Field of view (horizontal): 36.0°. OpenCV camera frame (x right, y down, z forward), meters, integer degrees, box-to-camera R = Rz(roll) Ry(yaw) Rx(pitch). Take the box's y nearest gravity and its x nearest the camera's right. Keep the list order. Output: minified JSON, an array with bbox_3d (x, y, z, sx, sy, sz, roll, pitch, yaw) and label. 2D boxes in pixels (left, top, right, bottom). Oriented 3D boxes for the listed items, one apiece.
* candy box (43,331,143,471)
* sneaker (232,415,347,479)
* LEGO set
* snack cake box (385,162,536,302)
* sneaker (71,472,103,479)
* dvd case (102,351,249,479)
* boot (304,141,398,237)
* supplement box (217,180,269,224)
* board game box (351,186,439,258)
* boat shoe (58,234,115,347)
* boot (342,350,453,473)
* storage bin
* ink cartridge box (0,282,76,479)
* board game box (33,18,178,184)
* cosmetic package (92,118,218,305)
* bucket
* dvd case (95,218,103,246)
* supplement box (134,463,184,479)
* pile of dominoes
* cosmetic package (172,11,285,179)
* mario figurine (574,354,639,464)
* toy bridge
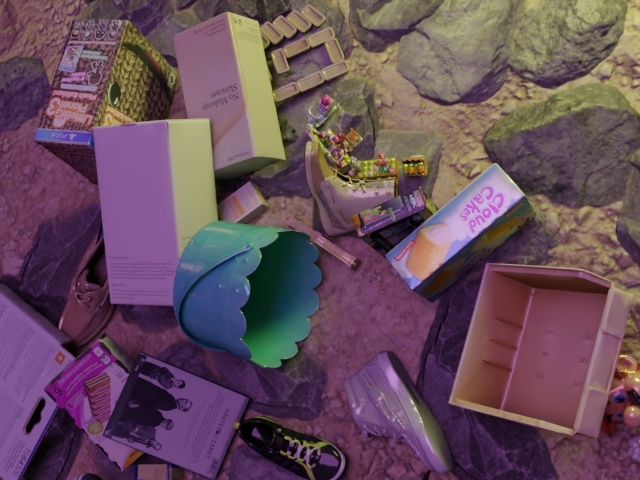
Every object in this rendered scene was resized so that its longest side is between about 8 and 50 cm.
[{"bbox_3d":[-0.418,0.326,1.990,0.159,0.071,0.233,-42,97,7],"label":"candy box"},{"bbox_3d":[-0.065,0.400,1.875,0.234,0.097,0.084,16,83,24],"label":"sneaker"},{"bbox_3d":[0.070,-0.182,1.966,0.287,0.107,0.132,34,91,25],"label":"LEGO set"},{"bbox_3d":[0.263,-0.010,1.821,0.264,0.152,0.089,-41,66,8],"label":"snack cake box"},{"bbox_3d":[-0.377,0.590,1.938,0.127,0.126,0.321,-31,78,16],"label":"sneaker"},{"bbox_3d":[-0.284,0.347,1.946,0.238,0.029,0.179,24,86,-9],"label":"dvd case"},{"bbox_3d":[0.064,-0.109,1.915,0.165,0.213,0.077,-8,32,18],"label":"boot"},{"bbox_3d":[-0.166,-0.069,2.069,0.098,0.036,0.062,-35,67,10],"label":"supplement box"},{"bbox_3d":[0.154,-0.031,1.859,0.141,0.170,0.048,-25,67,13],"label":"board game box"},{"bbox_3d":[-0.487,0.097,2.108,0.109,0.098,0.302,40,102,23],"label":"boat shoe"},{"bbox_3d":[0.138,0.340,1.824,0.123,0.095,0.258,-38,58,15],"label":"boot"},{"bbox_3d":[0.374,0.186,1.675,0.260,0.123,0.262,2,73,61],"label":"storage bin"},{"bbox_3d":[-0.676,0.311,2.135,0.330,0.071,0.324,34,99,23],"label":"ink cartridge box"},{"bbox_3d":[-0.454,-0.291,2.116,0.141,0.232,0.291,6,73,23],"label":"board game box"},{"bbox_3d":[-0.326,-0.059,1.990,0.196,0.155,0.366,1,98,29],"label":"cosmetic package"},{"bbox_3d":[-0.142,0.096,1.897,0.183,0.281,0.281,12,81,30],"label":"bucket"},{"bbox_3d":[-0.394,-0.079,2.171,0.180,0.022,0.253,8,80,24],"label":"dvd case"},{"bbox_3d":[-0.324,0.492,1.976,0.083,0.056,0.083,-5,75,20],"label":"supplement box"},{"bbox_3d":[-0.079,-0.390,2.131,0.251,0.040,0.196,-22,69,6],"label":"pile of dominoes"},{"bbox_3d":[-0.191,-0.297,2.052,0.160,0.113,0.310,-17,80,31],"label":"cosmetic package"},{"bbox_3d":[0.581,0.267,1.617,0.320,0.170,0.198,-10,75,17],"label":"mario figurine"},{"bbox_3d":[0.000,0.000,1.971,0.188,0.063,0.026,34,90,26],"label":"toy bridge"}]
